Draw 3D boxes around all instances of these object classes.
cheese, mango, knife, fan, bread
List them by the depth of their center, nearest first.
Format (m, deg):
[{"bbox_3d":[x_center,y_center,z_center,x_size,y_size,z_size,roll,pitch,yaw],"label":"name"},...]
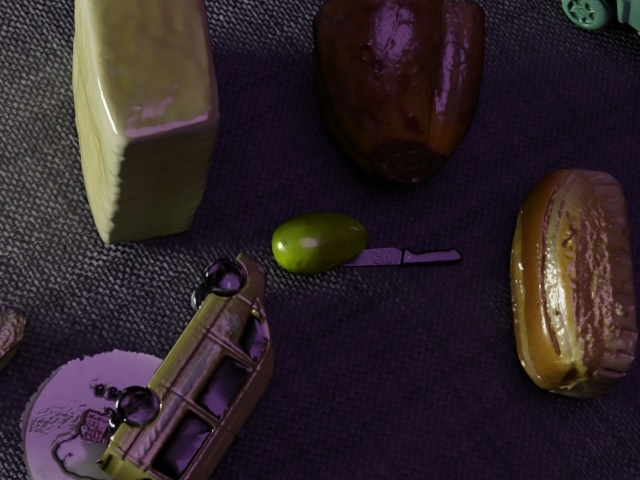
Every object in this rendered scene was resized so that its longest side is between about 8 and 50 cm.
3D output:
[{"bbox_3d":[-0.221,0.258,1.398,0.190,0.009,0.329,17,64,-5],"label":"fan"},{"bbox_3d":[-0.181,-0.156,1.431,0.124,0.265,0.242,-10,70,-14],"label":"cheese"},{"bbox_3d":[0.263,0.044,1.504,0.106,0.140,0.236,4,68,-12],"label":"bread"},{"bbox_3d":[0.000,0.000,1.514,0.108,0.056,0.073,-5,35,-16],"label":"mango"},{"bbox_3d":[0.072,0.018,1.549,0.170,0.010,0.023,-2,70,-10],"label":"knife"}]

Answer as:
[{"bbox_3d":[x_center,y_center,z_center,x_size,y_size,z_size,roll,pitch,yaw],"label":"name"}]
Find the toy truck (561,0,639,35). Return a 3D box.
[{"bbox_3d":[0.408,-0.294,1.657,0.279,0.156,0.155,38,67,7],"label":"toy truck"}]

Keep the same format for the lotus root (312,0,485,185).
[{"bbox_3d":[0.089,-0.161,1.520,0.188,0.199,0.180,-2,64,-4],"label":"lotus root"}]

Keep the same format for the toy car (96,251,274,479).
[{"bbox_3d":[-0.113,0.138,1.415,0.124,0.101,0.257,34,65,-1],"label":"toy car"}]

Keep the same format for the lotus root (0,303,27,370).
[{"bbox_3d":[-0.382,0.109,1.397,0.143,0.070,0.144,31,62,-4],"label":"lotus root"}]
